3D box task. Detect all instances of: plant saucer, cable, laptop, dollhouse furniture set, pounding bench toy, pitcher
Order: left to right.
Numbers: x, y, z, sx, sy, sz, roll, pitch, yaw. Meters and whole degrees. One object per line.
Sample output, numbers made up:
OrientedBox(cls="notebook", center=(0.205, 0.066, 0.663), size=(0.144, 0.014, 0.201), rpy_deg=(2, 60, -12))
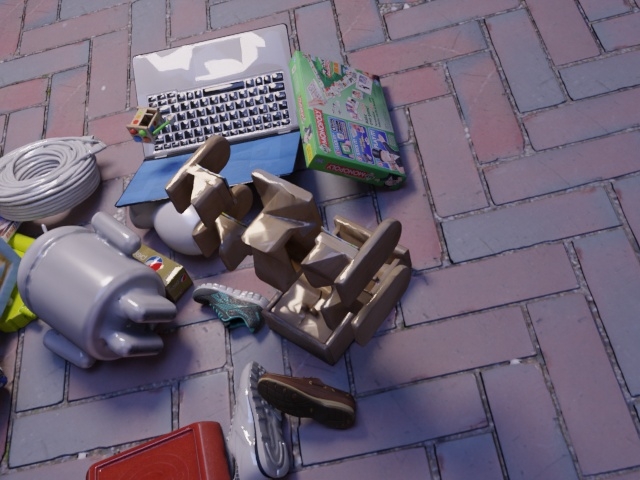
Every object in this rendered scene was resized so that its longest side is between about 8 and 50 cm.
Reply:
OrientedBox(cls="cable", center=(-0.634, -0.144, 1.822), size=(0.257, 0.089, 0.257), rpy_deg=(8, 42, 25))
OrientedBox(cls="pounding bench toy", center=(-0.358, -0.240, 1.699), size=(0.083, 0.052, 0.065), rpy_deg=(9, 59, 20))
OrientedBox(cls="plant saucer", center=(-0.278, 0.420, 1.323), size=(0.258, 0.047, 0.259), rpy_deg=(-22, 33, -2))
OrientedBox(cls="pitcher", center=(-0.278, -0.062, 1.684), size=(0.207, 0.125, 0.178), rpy_deg=(23, 57, 41))
OrientedBox(cls="laptop", center=(-0.249, -0.283, 1.743), size=(0.382, 0.236, 0.407), rpy_deg=(-10, 82, 8))
OrientedBox(cls="dollhouse furniture set", center=(0.000, 0.000, 1.382), size=(0.362, 0.394, 0.256), rpy_deg=(27, 66, 28))

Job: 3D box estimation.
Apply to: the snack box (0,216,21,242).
OrientedBox(cls="snack box", center=(-0.705, -0.035, 1.793), size=(0.064, 0.022, 0.178), rpy_deg=(-13, 27, 6))

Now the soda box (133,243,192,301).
OrientedBox(cls="soda box", center=(-0.352, 0.056, 1.650), size=(0.181, 0.061, 0.058), rpy_deg=(26, 65, 30))

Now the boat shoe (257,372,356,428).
OrientedBox(cls="boat shoe", center=(-0.023, 0.268, 1.385), size=(0.178, 0.064, 0.060), rpy_deg=(20, 37, -4))

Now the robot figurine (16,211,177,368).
OrientedBox(cls="robot figurine", center=(-0.445, 0.099, 1.554), size=(0.353, 0.200, 0.300), rpy_deg=(29, 96, 27))

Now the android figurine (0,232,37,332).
OrientedBox(cls="android figurine", center=(-0.684, 0.098, 1.718), size=(0.273, 0.056, 0.248), rpy_deg=(18, 61, 28))

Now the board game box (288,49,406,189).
OrientedBox(cls="board game box", center=(0.053, -0.259, 1.696), size=(0.214, 0.046, 0.317), rpy_deg=(11, 48, -25))

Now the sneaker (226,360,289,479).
OrientedBox(cls="sneaker", center=(-0.123, 0.316, 1.392), size=(0.095, 0.090, 0.235), rpy_deg=(-34, 40, 24))

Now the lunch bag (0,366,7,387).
OrientedBox(cls="lunch bag", center=(-0.751, 0.279, 1.501), size=(0.303, 0.243, 0.115), rpy_deg=(-24, 75, -3))

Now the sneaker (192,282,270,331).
OrientedBox(cls="sneaker", center=(-0.181, 0.132, 1.551), size=(0.166, 0.065, 0.076), rpy_deg=(9, 62, 23))

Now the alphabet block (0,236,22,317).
OrientedBox(cls="alphabet block", center=(-0.756, 0.071, 1.606), size=(0.197, 0.192, 0.193), rpy_deg=(-3, 52, 19))
